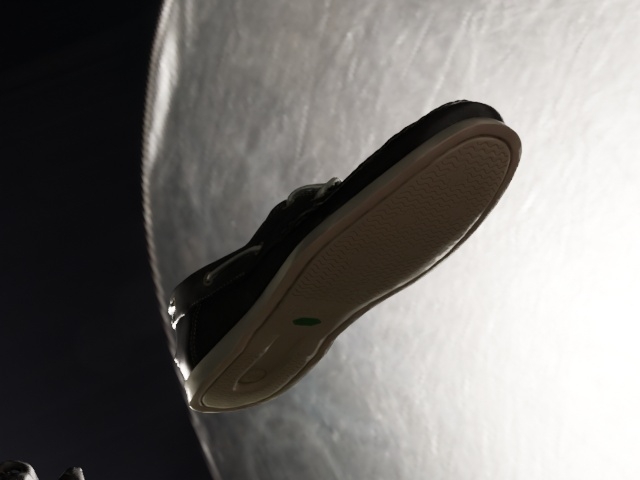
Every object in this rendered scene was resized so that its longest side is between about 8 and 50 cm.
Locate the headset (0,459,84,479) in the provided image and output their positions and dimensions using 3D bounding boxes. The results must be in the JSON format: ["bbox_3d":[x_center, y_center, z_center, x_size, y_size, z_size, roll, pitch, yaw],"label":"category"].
[{"bbox_3d":[-0.306,0.109,0.548,0.394,0.243,0.185,17,146,8],"label":"headset"}]

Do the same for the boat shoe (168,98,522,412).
[{"bbox_3d":[0.000,0.000,0.544,0.233,0.084,0.079,-42,51,32],"label":"boat shoe"}]
